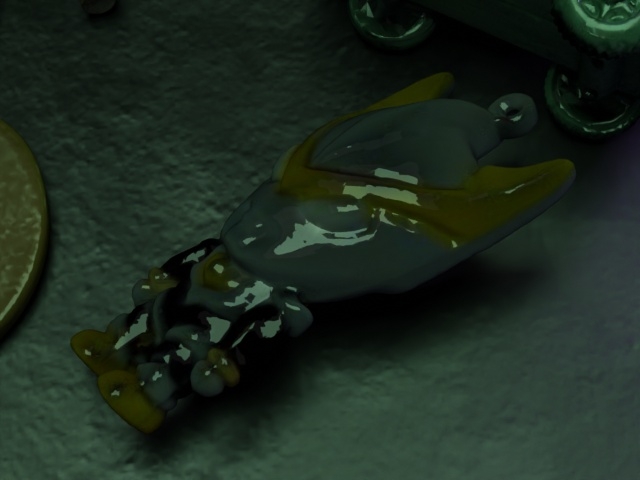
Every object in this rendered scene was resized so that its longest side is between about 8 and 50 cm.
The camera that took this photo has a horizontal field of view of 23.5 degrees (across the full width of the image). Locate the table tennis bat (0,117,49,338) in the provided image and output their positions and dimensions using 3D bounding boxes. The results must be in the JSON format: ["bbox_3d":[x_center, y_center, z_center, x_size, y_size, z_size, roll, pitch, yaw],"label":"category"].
[{"bbox_3d":[-0.267,-0.056,1.000,0.198,0.050,0.321,4,67,4],"label":"table tennis bat"}]

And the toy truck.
[{"bbox_3d":[0.122,-0.188,0.974,0.278,0.155,0.156,25,76,14],"label":"toy truck"}]

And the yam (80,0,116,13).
[{"bbox_3d":[-0.165,-0.225,1.086,0.032,0.032,0.145,-11,64,-2],"label":"yam"}]

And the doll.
[{"bbox_3d":[-0.002,-0.003,0.932,0.316,0.145,0.103,-36,104,-7],"label":"doll"}]
